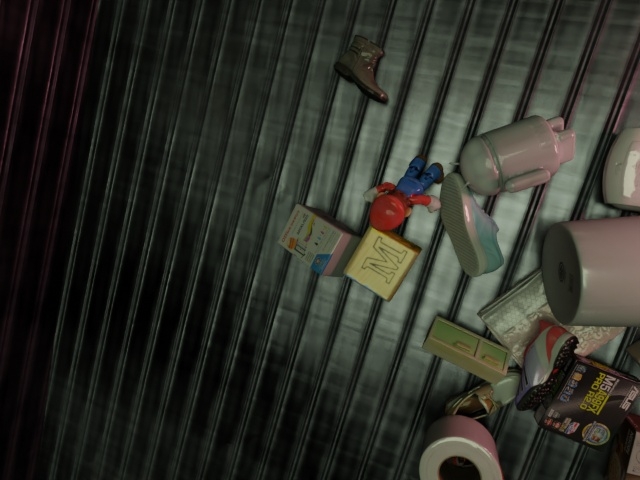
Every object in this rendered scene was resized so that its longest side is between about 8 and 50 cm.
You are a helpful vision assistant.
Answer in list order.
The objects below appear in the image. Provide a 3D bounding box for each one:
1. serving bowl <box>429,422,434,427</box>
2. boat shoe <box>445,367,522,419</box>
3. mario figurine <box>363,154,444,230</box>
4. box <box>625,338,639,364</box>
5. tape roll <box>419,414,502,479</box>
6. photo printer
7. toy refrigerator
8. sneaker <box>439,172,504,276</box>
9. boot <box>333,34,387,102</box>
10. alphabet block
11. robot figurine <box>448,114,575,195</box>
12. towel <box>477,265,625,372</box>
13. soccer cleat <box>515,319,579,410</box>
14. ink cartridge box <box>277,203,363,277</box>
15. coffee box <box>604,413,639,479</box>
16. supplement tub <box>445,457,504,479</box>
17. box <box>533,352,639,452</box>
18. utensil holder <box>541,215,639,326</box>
[{"bbox_3d":[0.442,0.705,1.535,0.083,0.027,0.083,1,94,16],"label":"serving bowl"},{"bbox_3d":[0.576,0.552,1.443,0.302,0.103,0.113,-37,83,16],"label":"boat shoe"},{"bbox_3d":[0.280,-0.143,1.430,0.320,0.198,0.170,-45,119,-22],"label":"mario figurine"},{"bbox_3d":[1.097,0.303,1.262,0.275,0.113,0.094,-43,82,17],"label":"box"},{"bbox_3d":[0.449,0.717,1.345,0.246,0.169,0.246,0,90,19],"label":"tape roll"},{"bbox_3d":[1.030,-0.204,1.249,0.308,0.107,0.256,10,96,17],"label":"photo printer"},{"bbox_3d":[0.502,0.374,1.438,0.269,0.102,0.094,26,141,14],"label":"toy refrigerator"},{"bbox_3d":[0.522,-0.061,1.429,0.150,0.135,0.366,-8,80,-22],"label":"sneaker"},{"bbox_3d":[0.179,-0.624,1.503,0.246,0.083,0.161,41,98,9],"label":"boot"},{"bbox_3d":[0.223,0.071,1.477,0.193,0.192,0.197,31,103,11],"label":"alphabet block"},{"bbox_3d":[0.601,-0.265,1.322,0.353,0.300,0.200,-19,130,12],"label":"robot figurine"},{"bbox_3d":[0.760,0.274,1.395,0.332,0.053,0.317,-43,81,16],"label":"towel"},{"bbox_3d":[0.706,0.410,1.355,0.116,0.109,0.318,46,125,52],"label":"soccer cleat"},{"bbox_3d":[0.000,0.000,1.520,0.233,0.168,0.171,35,103,31],"label":"ink cartridge box"},{"bbox_3d":[0.989,0.691,1.306,0.098,0.141,0.246,10,97,17],"label":"coffee box"},{"bbox_3d":[0.537,0.820,1.467,0.190,0.117,0.117,-18,88,17],"label":"supplement tub"},{"bbox_3d":[0.860,0.522,1.348,0.216,0.060,0.270,22,106,7],"label":"box"},{"bbox_3d":[0.882,0.086,1.181,0.385,0.327,0.327,-2,93,11],"label":"utensil holder"}]
